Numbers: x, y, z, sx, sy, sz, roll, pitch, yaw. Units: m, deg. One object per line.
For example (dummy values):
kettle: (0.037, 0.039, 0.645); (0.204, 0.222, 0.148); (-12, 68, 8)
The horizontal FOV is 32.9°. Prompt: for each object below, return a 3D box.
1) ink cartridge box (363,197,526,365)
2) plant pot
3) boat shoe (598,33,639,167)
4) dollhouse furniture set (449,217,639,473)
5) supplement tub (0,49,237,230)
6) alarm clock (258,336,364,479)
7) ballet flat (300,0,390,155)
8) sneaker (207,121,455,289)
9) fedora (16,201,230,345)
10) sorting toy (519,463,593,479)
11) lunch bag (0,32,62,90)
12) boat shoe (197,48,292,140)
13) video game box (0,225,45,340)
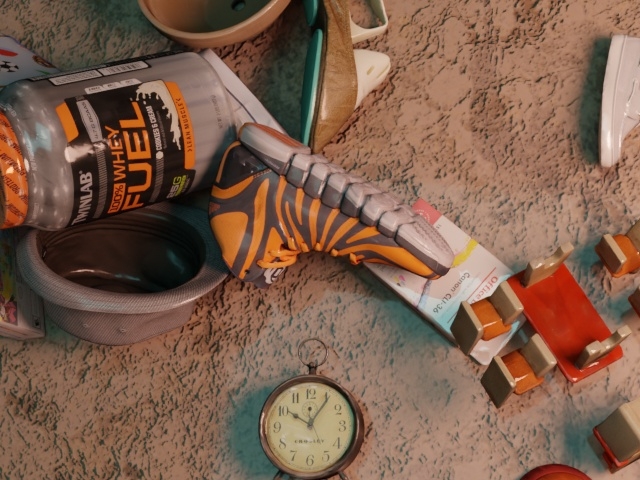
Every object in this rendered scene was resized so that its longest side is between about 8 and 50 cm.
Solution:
ink cartridge box: (0.168, 0.053, 1.379); (0.198, 0.067, 0.115); (40, 86, 18)
plant pot: (-0.129, -0.355, 1.512); (0.238, 0.109, 0.237); (-6, 66, 14)
boat shoe: (0.396, -0.179, 1.400); (0.063, 0.066, 0.184); (8, 68, 14)
dollhouse furniture set: (0.320, 0.136, 1.291); (0.262, 0.135, 0.259); (-24, 68, -15)
supplement tub: (-0.282, -0.125, 1.379); (0.316, 0.193, 0.193); (-19, 69, -33)
alarm clock: (-0.009, 0.218, 1.375); (0.129, 0.064, 0.192); (-1, 78, 11)
ballet flat: (0.032, -0.279, 1.483); (0.124, 0.116, 0.342); (2, 71, -11)
sneaker: (0.000, 0.000, 1.354); (0.321, 0.125, 0.180); (32, 102, 18)
fedora: (-0.253, 0.052, 1.411); (0.276, 0.124, 0.243); (0, 36, -12)
sorting toy: (0.215, 0.416, 1.233); (0.127, 0.126, 0.365); (33, 79, 11)
lunch bag: (-0.513, -0.215, 1.493); (0.303, 0.243, 0.114); (25, 119, 18)
boat shoe: (-0.107, -0.155, 1.484); (0.084, 0.095, 0.258); (-42, 62, 3)
video game box: (-0.436, 0.021, 1.447); (0.048, 0.187, 0.205); (-11, 73, 8)
